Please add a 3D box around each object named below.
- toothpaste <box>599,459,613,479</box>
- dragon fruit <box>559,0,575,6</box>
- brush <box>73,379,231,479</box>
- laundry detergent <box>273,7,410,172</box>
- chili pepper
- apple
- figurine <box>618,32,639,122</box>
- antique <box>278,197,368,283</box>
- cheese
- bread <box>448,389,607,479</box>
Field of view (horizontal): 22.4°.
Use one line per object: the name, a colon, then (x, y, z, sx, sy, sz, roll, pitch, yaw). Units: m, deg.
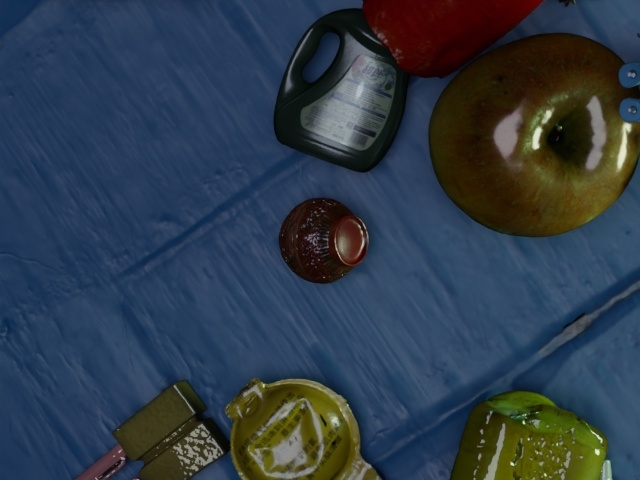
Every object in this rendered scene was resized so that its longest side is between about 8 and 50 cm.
toothpaste: (0.320, 0.348, 1.831, 0.049, 0.031, 0.204, 0, 94, 2)
dragon fruit: (0.241, -0.334, 1.815, 0.192, 0.122, 0.092, 37, 125, -9)
brush: (-0.225, 0.273, 1.909, 0.233, 0.047, 0.103, -38, 86, 9)
laundry detergent: (0.037, -0.198, 1.835, 0.144, 0.078, 0.222, 20, 98, 7)
chili pepper: (0.199, -0.305, 1.670, 0.338, 0.131, 0.134, -35, 67, 28)
apple: (0.231, -0.117, 1.764, 0.237, 0.207, 0.237, -1, 97, -9)
figurine: (0.394, -0.136, 1.698, 0.103, 0.260, 0.205, -17, 83, 35)
antique: (0.000, 0.000, 1.842, 0.104, 0.104, 0.104, 0, 91, 9)
cheese: (-0.002, 0.258, 1.865, 0.250, 0.064, 0.156, 42, 98, -4)
bread: (0.198, 0.357, 1.799, 0.166, 0.112, 0.384, 16, 88, -12)
